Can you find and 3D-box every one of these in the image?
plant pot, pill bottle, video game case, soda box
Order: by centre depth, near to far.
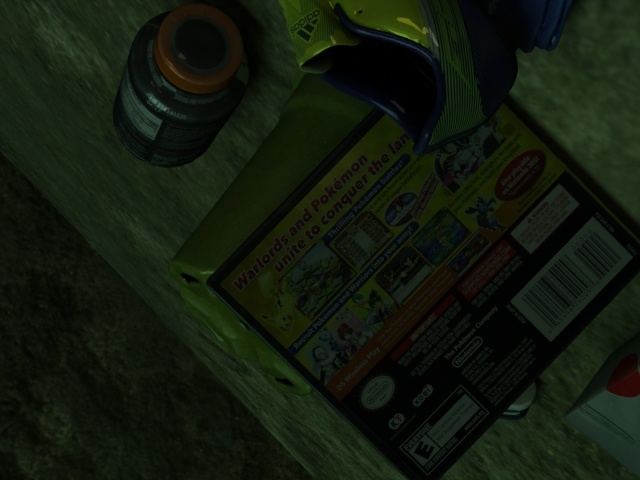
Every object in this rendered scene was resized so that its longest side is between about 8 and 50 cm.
[{"bbox_3d":[0.090,0.022,0.706,0.248,0.275,0.035,44,179,-3],"label":"video game case"},{"bbox_3d":[0.313,0.117,0.728,0.098,0.091,0.286,39,159,12],"label":"soda box"},{"bbox_3d":[0.000,0.000,0.841,0.276,0.254,0.276,37,158,18],"label":"plant pot"},{"bbox_3d":[-0.156,-0.173,0.964,0.130,0.130,0.245,46,159,-6],"label":"pill bottle"}]

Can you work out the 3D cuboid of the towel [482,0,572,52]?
[{"bbox_3d":[0.033,-0.278,0.553,0.336,0.040,0.243,35,157,20],"label":"towel"}]

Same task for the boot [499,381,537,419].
[{"bbox_3d":[0.173,0.181,1.085,0.189,0.069,0.086,18,155,16],"label":"boot"}]

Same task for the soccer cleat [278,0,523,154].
[{"bbox_3d":[0.005,-0.177,0.578,0.289,0.121,0.093,44,158,7],"label":"soccer cleat"}]
